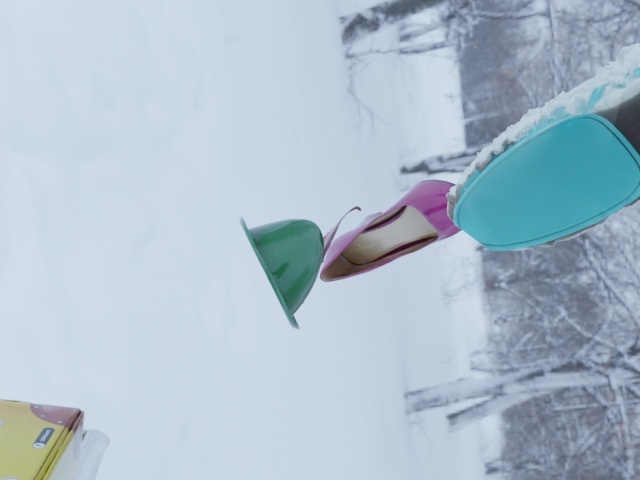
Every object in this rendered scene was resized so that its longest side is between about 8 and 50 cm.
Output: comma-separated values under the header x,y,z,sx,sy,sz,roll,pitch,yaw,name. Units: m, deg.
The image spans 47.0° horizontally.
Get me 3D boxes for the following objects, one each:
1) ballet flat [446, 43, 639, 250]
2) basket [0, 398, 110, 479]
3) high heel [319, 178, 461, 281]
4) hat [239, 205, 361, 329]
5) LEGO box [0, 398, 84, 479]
x,y,z,sx,sy,sz,roll,pitch,yaw,name
0.319,-0.125,0.754,0.147,0.409,0.147,42,29,-30,ballet flat
-0.526,0.457,1.095,0.331,0.266,0.328,-79,-166,-60,basket
0.145,0.002,1.419,0.127,0.377,0.181,47,61,-9,high heel
0.000,0.000,1.052,0.208,0.183,0.173,59,-6,44,hat
-0.454,0.306,0.637,0.500,0.372,0.193,-118,-144,-79,LEGO box
